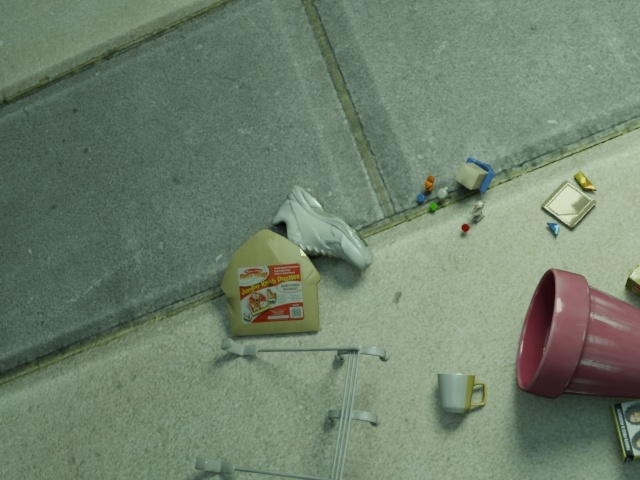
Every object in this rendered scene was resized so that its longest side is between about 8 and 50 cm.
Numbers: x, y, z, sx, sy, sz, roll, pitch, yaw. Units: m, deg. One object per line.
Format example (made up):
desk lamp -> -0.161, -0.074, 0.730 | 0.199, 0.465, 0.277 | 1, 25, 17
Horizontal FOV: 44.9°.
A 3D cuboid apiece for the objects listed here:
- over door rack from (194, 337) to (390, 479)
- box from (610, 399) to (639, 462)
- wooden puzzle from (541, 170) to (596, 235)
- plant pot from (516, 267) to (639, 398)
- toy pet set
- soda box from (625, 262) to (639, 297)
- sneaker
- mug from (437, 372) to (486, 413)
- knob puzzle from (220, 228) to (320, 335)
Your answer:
over door rack -> -0.040, 0.295, 1.333 | 0.324, 0.108, 0.240 | -2, 67, 31
box -> 0.570, 0.277, 1.175 | 0.232, 0.058, 0.087 | -10, 66, 12
wooden puzzle -> 0.443, -0.065, 1.377 | 0.116, 0.014, 0.078 | -39, 59, -2
plant pot -> 0.421, 0.160, 1.203 | 0.180, 0.201, 0.202 | 14, 73, 5
toy pet set -> 0.262, -0.094, 1.428 | 0.122, 0.065, 0.114 | 39, 118, 29
soda box -> 0.585, 0.021, 1.274 | 0.061, 0.058, 0.181 | 41, 84, 26
sneaker -> 0.000, 0.000, 1.448 | 0.232, 0.090, 0.115 | 39, 90, 35
mug -> 0.232, 0.254, 1.285 | 0.078, 0.062, 0.064 | -2, 76, 23
knob puzzle -> -0.091, 0.075, 1.443 | 0.213, 0.030, 0.213 | 0, 92, 13
